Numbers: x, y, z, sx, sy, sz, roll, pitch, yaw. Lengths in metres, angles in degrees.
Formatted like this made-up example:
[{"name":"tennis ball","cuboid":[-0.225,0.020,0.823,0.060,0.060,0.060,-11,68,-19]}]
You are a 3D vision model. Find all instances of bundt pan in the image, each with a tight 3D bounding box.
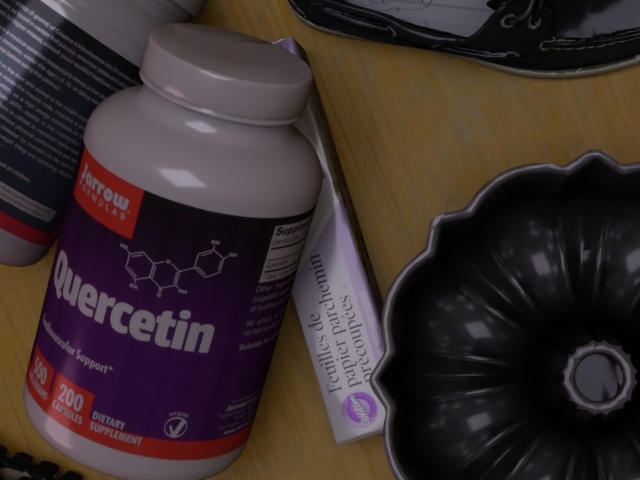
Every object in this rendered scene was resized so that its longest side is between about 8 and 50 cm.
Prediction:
[{"name":"bundt pan","cuboid":[0.201,0.102,1.365,0.330,0.124,0.331,0,87,1]}]

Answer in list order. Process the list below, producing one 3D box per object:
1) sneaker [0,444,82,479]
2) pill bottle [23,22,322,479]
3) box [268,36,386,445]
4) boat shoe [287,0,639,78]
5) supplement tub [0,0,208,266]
[{"name":"sneaker","cuboid":[-0.275,0.247,1.476,0.330,0.130,0.147,30,107,14]},{"name":"pill bottle","cuboid":[-0.107,0.009,1.369,0.181,0.181,0.323,20,111,11]},{"name":"box","cuboid":[0.000,0.000,1.453,0.063,0.067,0.324,-18,83,9]},{"name":"boat shoe","cuboid":[0.130,-0.203,1.415,0.340,0.113,0.127,11,88,11]},{"name":"supplement tub","cuboid":[-0.230,-0.134,1.439,0.191,0.191,0.272,37,94,11]}]
